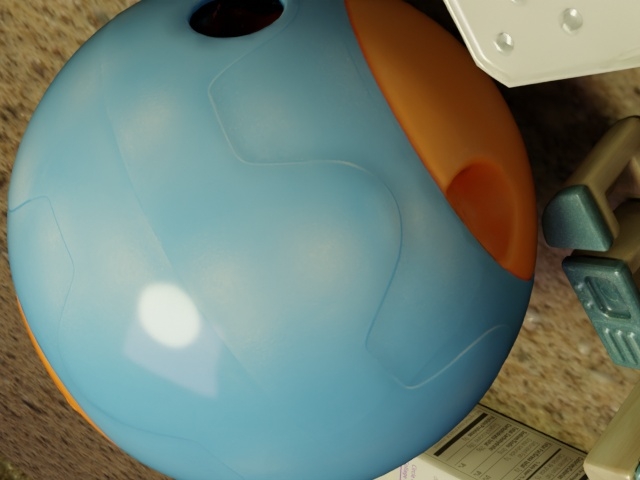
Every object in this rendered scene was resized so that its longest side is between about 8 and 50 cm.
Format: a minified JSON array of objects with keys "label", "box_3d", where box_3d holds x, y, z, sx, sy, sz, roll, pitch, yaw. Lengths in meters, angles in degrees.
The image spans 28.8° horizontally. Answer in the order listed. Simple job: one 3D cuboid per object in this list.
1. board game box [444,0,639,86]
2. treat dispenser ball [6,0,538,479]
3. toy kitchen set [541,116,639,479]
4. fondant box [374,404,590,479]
[{"label":"board game box","box_3d":[0.113,-0.245,0.358,0.390,0.050,0.390,-1,123,55]},{"label":"treat dispenser ball","box_3d":[-0.025,-0.004,0.687,0.288,0.288,0.288,32,152,19]},{"label":"toy kitchen set","box_3d":[0.208,0.053,0.643,0.166,0.122,0.207,5,136,51]},{"label":"fondant box","box_3d":[0.105,0.254,1.031,0.330,0.096,0.238,23,126,35]}]
